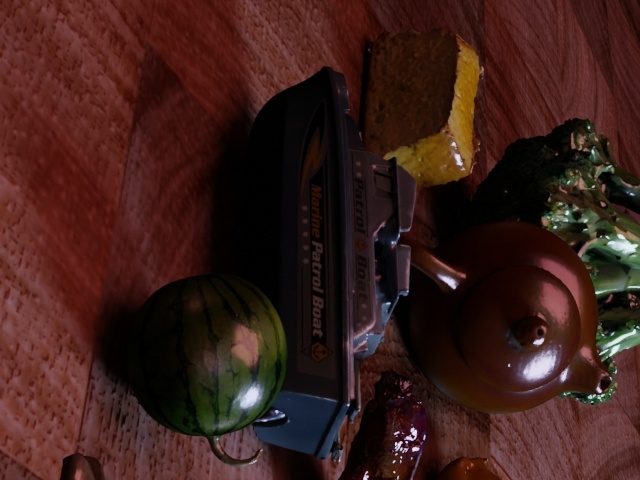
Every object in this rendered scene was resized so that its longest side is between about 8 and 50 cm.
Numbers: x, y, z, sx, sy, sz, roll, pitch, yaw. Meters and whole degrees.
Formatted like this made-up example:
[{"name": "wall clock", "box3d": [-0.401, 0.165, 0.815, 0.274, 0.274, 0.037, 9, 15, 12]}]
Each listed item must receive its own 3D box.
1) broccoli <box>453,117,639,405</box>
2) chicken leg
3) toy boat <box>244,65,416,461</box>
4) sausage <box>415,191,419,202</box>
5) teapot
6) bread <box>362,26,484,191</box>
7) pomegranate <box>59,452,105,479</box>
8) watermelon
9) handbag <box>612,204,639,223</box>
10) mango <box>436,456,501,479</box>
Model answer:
[{"name": "broccoli", "box3d": [0.258, 0.019, 1.436, 0.265, 0.245, 0.294, 48, 57, -81]}, {"name": "chicken leg", "box3d": [0.039, 0.152, 0.974, 0.093, 0.053, 0.205, -38, 148, -49]}, {"name": "toy boat", "box3d": [0.003, 0.002, 0.982, 0.114, 0.122, 0.296, 111, -17, -60]}, {"name": "sausage", "box3d": [0.086, -0.087, 1.352, 0.024, 0.024, 0.132, 51, 33, -46]}, {"name": "teapot", "box3d": [0.155, 0.060, 1.245, 0.252, 0.178, 0.135, 34, -4, -15]}, {"name": "bread", "box3d": [0.093, -0.130, 1.291, 0.065, 0.103, 0.187, 51, 39, -42]}, {"name": "pomegranate", "box3d": [-0.053, 0.258, 0.544, 0.323, 0.290, 0.291, 59, 26, -11]}, {"name": "watermelon", "box3d": [-0.068, 0.072, 0.824, 0.109, 0.109, 0.109, 44, 40, -53]}, {"name": "handbag", "box3d": [0.307, -0.016, 1.663, 0.117, 0.173, 0.095, -53, 142, -49]}, {"name": "mango", "box3d": [0.127, 0.242, 1.222, 0.077, 0.063, 0.127, 36, 32, 7]}]
